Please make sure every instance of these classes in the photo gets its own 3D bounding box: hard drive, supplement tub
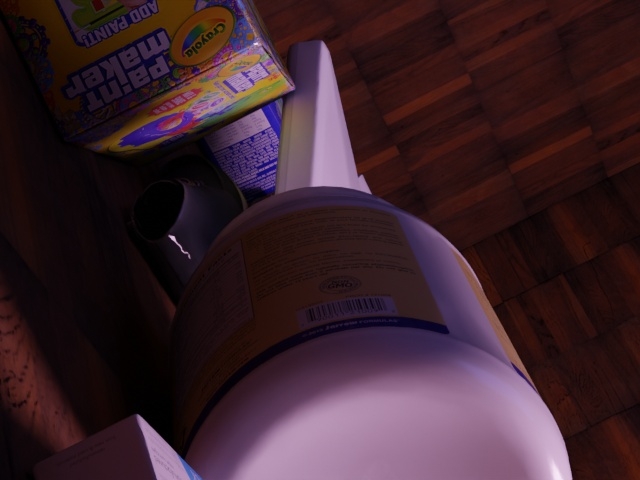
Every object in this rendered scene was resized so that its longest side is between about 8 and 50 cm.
[{"bbox_3d":[0.000,0.000,1.388,0.353,0.047,0.233,-86,166,-49],"label":"hard drive"},{"bbox_3d":[0.017,0.111,0.974,0.241,0.241,0.331,62,4,-22],"label":"supplement tub"}]

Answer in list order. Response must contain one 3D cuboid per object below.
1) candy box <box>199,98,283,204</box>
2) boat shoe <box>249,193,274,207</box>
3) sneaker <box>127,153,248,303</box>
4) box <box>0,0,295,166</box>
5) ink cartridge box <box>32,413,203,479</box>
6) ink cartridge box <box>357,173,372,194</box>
[{"bbox_3d":[-0.151,-0.248,1.985,0.268,0.122,0.317,-110,173,-52],"label":"candy box"},{"bbox_3d":[-0.003,0.044,2.037,0.324,0.116,0.123,60,5,-43],"label":"boat shoe"},{"bbox_3d":[-0.120,-0.035,1.278,0.118,0.083,0.222,60,6,-39],"label":"sneaker"},{"bbox_3d":[-0.168,-0.233,1.248,0.279,0.177,0.290,64,3,4],"label":"box"},{"bbox_3d":[-0.068,0.186,0.670,0.181,0.061,0.104,67,5,35],"label":"ink cartridge box"},{"bbox_3d":[0.034,0.101,1.685,0.306,0.131,0.226,64,23,-7],"label":"ink cartridge box"}]
